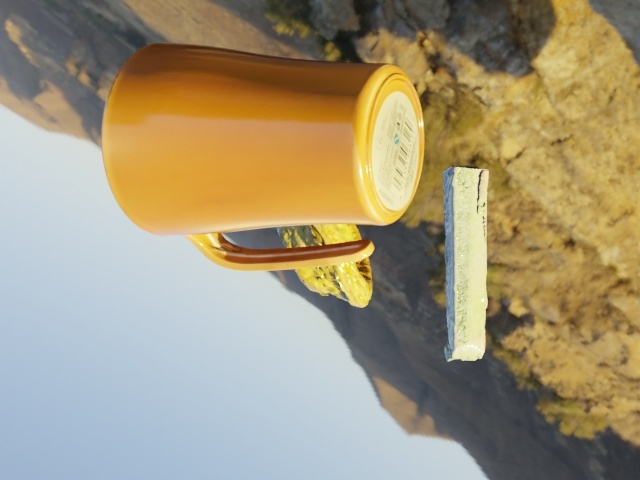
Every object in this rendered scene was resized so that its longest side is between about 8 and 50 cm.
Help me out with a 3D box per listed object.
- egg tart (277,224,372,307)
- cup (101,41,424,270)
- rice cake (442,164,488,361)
[{"bbox_3d":[0.000,0.000,1.496,0.294,0.123,0.294,61,-168,-22],"label":"egg tart"},{"bbox_3d":[-0.048,-0.067,0.725,0.264,0.182,0.226,5,126,28],"label":"cup"},{"bbox_3d":[0.154,0.026,0.853,0.043,0.210,0.034,-2,-175,-9],"label":"rice cake"}]
